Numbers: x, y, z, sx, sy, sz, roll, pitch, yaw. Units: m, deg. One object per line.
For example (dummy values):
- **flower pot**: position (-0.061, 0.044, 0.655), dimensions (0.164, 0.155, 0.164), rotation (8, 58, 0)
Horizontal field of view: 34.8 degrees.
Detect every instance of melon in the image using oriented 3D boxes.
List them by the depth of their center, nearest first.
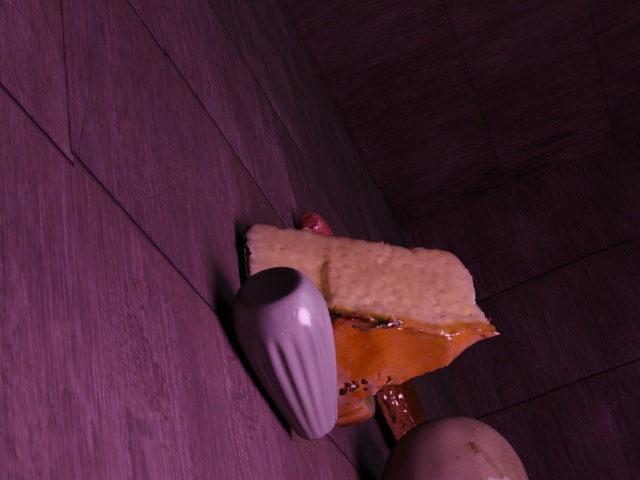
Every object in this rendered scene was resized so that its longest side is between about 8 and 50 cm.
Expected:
- **melon**: position (0.229, 0.463, 1.737), dimensions (0.268, 0.269, 0.330), rotation (59, 18, -44)

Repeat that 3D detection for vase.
- **vase**: position (-0.036, 0.162, 1.391), dimensions (0.128, 0.128, 0.248), rotation (-96, 171, -60)

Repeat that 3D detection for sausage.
- **sausage**: position (0.000, 0.000, 2.152), dimensions (0.154, 0.062, 0.062), rotation (58, 13, -50)

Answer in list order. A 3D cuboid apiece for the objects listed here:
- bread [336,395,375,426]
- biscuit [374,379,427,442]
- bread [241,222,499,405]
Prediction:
- **bread**: position (0.029, 0.213, 1.790), dimensions (0.236, 0.070, 0.236), rotation (-21, 90, -81)
- **biscuit**: position (0.155, 0.326, 2.276), dimensions (0.394, 0.076, 0.368), rotation (-89, 155, -76)
- **bread**: position (0.055, 0.072, 1.565), dimensions (0.279, 0.315, 0.248), rotation (52, 15, -34)
